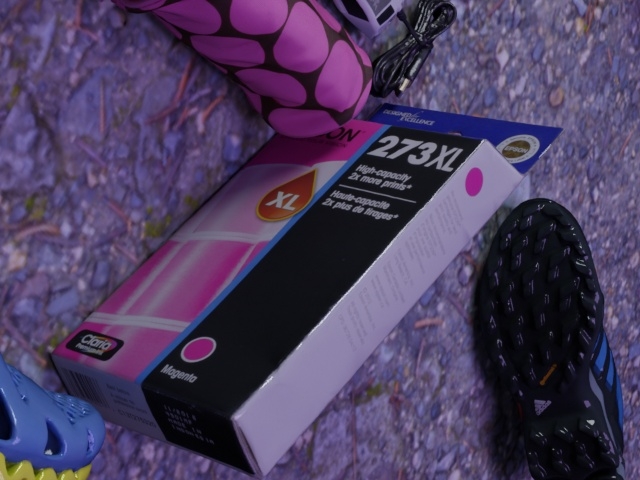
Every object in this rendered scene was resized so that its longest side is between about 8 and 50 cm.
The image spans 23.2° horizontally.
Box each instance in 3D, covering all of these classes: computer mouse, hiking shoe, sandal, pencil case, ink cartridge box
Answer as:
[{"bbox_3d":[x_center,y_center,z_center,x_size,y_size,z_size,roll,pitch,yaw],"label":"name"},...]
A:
[{"bbox_3d":[0.039,-0.196,1.185,0.106,0.042,0.193,-56,142,-16],"label":"computer mouse"},{"bbox_3d":[0.216,0.099,1.447,0.132,0.113,0.304,-58,140,-68],"label":"hiking shoe"},{"bbox_3d":[-0.234,0.060,0.879,0.317,0.126,0.138,32,72,-50],"label":"sandal"},{"bbox_3d":[-0.053,-0.144,1.055,0.209,0.098,0.095,38,27,-47],"label":"pencil case"},{"bbox_3d":[0.000,0.000,1.086,0.371,0.176,0.069,-45,130,-33],"label":"ink cartridge box"}]
